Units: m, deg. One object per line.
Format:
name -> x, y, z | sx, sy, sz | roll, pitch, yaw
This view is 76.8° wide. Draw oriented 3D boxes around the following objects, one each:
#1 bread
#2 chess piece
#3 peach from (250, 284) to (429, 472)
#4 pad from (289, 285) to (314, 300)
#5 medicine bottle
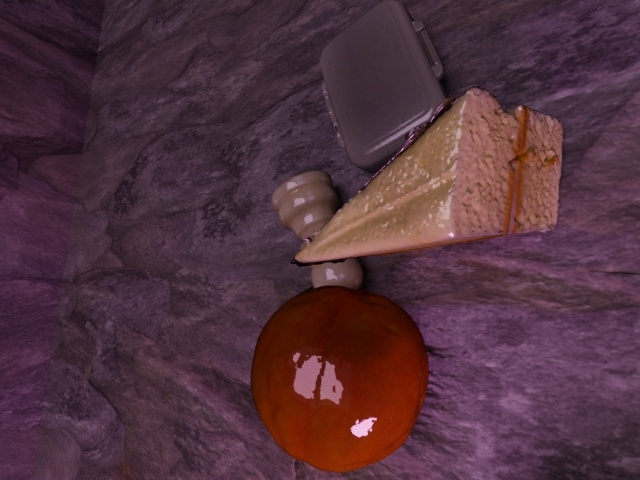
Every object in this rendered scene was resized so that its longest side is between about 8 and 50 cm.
bread -> 0.194, -0.086, 0.749 | 0.404, 0.345, 0.242 | -8, 84, 42
chess piece -> 0.000, 0.000, 0.968 | 0.167, 0.167, 0.300 | -31, 68, 27
peach -> 0.034, 0.240, 0.783 | 0.342, 0.342, 0.302 | 15, 102, 37
pad -> 0.013, 0.223, 0.997 | 0.163, 0.004, 0.243 | -32, 63, 26
medicine bottle -> 0.145, -0.358, 0.950 | 0.282, 0.123, 0.375 | -27, 65, 30
